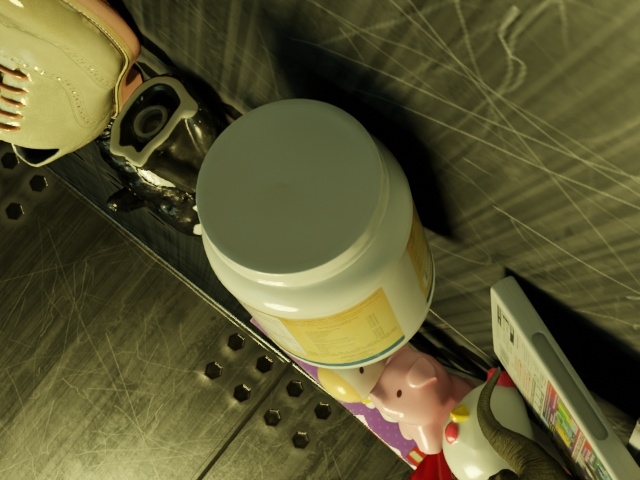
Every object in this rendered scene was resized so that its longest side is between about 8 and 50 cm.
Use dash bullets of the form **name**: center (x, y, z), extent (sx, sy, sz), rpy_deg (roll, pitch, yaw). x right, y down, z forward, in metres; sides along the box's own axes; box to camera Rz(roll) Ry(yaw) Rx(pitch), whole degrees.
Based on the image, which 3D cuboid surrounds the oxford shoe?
- **oxford shoe**: center (-0.253, -0.153, 1.023), extent (0.140, 0.146, 0.397), rpy_deg (38, 170, 8)

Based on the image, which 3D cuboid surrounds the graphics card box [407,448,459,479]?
- **graphics card box**: center (0.265, 0.383, 1.208), extent (0.370, 0.094, 0.233), rpy_deg (26, -156, -10)

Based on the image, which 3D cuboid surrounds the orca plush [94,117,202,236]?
- **orca plush**: center (-0.230, -0.076, 1.436), extent (0.151, 0.102, 0.287), rpy_deg (32, 169, 33)

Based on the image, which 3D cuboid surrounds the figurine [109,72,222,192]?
- **figurine**: center (-0.054, -0.042, 1.033), extent (0.215, 0.092, 0.209), rpy_deg (31, 176, 33)

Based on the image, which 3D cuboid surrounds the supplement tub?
- **supplement tub**: center (0.000, 0.000, 0.802), extent (0.144, 0.144, 0.200), rpy_deg (35, 169, 22)

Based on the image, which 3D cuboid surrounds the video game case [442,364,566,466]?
- **video game case**: center (0.213, 0.207, 1.363), extent (0.143, 0.019, 0.157), rpy_deg (42, 170, -17)

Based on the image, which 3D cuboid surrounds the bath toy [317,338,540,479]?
- **bath toy**: center (0.107, 0.161, 1.259), extent (0.348, 0.151, 0.129), rpy_deg (27, 121, 57)

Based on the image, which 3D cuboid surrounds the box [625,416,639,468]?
- **box**: center (0.301, 0.180, 0.785), extent (0.183, 0.056, 0.231), rpy_deg (37, 171, 21)

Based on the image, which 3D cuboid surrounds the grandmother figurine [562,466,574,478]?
- **grandmother figurine**: center (0.340, 0.388, 1.535), extent (0.342, 0.104, 0.208), rpy_deg (45, -163, -47)

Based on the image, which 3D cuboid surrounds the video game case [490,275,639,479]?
- **video game case**: center (0.191, 0.133, 0.889), extent (0.183, 0.023, 0.201), rpy_deg (59, 178, 21)

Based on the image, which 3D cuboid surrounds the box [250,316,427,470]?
- **box**: center (0.045, 0.178, 1.539), extent (0.293, 0.057, 0.201), rpy_deg (42, -174, 5)

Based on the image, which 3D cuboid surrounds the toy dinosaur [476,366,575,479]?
- **toy dinosaur**: center (0.190, 0.260, 0.945), extent (0.121, 0.314, 0.160), rpy_deg (8, 163, -6)
